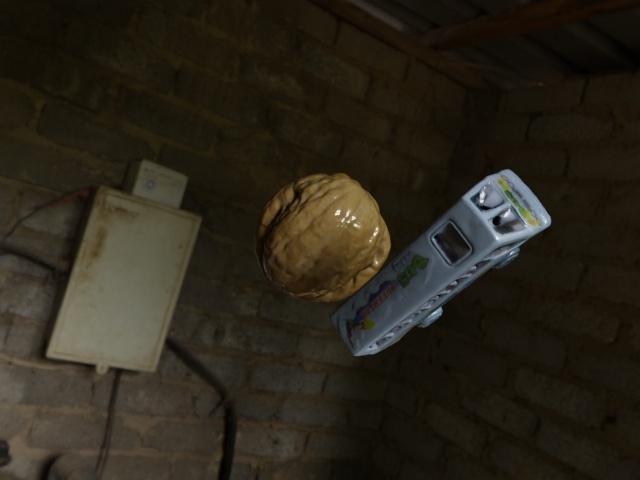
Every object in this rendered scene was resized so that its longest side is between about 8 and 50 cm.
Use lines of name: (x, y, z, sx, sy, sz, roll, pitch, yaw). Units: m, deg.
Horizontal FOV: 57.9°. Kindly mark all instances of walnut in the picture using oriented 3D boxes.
walnut: (0.000, 0.000, 1.089, 0.257, 0.257, 0.224, 15, 12, 1)

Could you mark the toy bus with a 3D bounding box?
toy bus: (0.151, 0.042, 0.808, 0.136, 0.330, 0.109, -13, 64, -48)
